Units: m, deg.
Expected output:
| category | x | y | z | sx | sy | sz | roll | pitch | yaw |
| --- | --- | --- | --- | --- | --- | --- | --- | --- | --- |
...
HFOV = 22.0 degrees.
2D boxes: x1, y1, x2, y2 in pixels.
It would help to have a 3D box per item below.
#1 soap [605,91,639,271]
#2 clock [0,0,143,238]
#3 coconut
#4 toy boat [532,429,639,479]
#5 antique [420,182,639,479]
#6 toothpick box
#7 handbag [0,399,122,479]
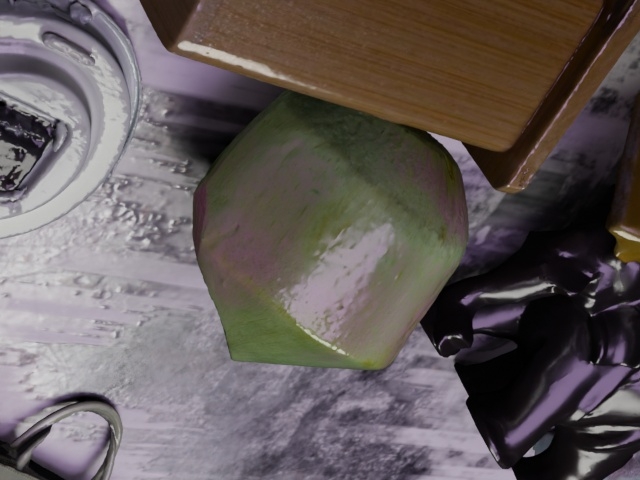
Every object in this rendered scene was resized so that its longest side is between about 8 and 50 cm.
| category | x | y | z | sx | sy | sz | roll | pitch | yaw |
| --- | --- | --- | --- | --- | --- | --- | --- | --- | --- |
| soap | 0.359 | -0.074 | 1.350 | 0.143 | 0.281 | 0.259 | -4 | 153 | 38 |
| clock | -0.235 | -0.079 | 1.178 | 0.236 | 0.053 | 0.236 | -16 | 135 | -17 |
| coconut | 0.000 | 0.000 | 1.273 | 0.236 | 0.204 | 0.236 | -52 | 179 | -2 |
| toy boat | 0.341 | 0.205 | 1.733 | 0.227 | 0.085 | 0.155 | 0 | 128 | -29 |
| antique | 0.245 | 0.092 | 1.514 | 0.255 | 0.185 | 0.322 | -29 | 138 | 9 |
| toothpick box | 0.037 | -0.184 | 1.145 | 0.308 | 0.187 | 0.190 | 14 | 122 | -33 |
| handbag | -0.284 | 0.270 | 1.439 | 0.315 | 0.109 | 0.241 | -42 | 137 | 6 |
